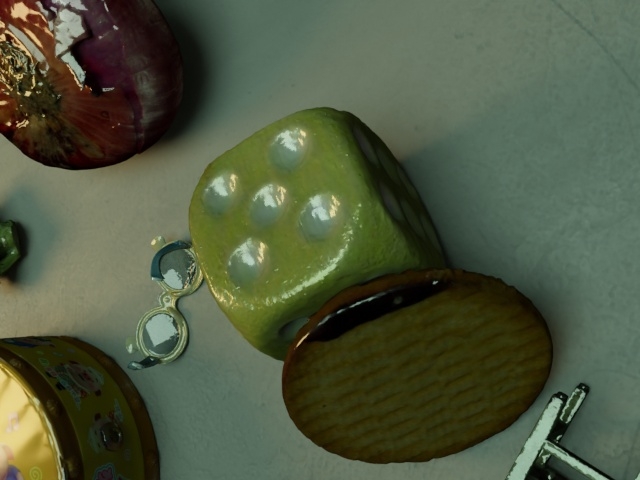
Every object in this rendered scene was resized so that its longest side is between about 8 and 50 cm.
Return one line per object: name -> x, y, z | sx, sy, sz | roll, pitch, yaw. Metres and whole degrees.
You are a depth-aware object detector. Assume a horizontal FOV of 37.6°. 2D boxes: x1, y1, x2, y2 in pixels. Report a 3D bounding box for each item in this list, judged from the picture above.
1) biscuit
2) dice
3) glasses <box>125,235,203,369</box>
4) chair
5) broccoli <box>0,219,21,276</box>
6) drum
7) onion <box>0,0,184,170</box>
biscuit -> 0.112, 0.152, 1.086 | 0.318, 0.318, 0.040 | -36, 35, 22
dice -> 0.000, 0.000, 1.137 | 0.233, 0.238, 0.227 | -32, 62, 16
glasses -> -0.211, 0.102, 1.302 | 0.088, 0.220, 0.190 | 14, 95, -12
chair -> 0.273, 0.312, 1.063 | 0.136, 0.147, 0.270 | 32, 102, 24
broccoli -> -0.558, 0.015, 1.515 | 0.138, 0.146, 0.162 | -13, 64, -5
drum -> -0.464, 0.350, 1.406 | 0.431, 0.214, 0.431 | -1, 88, 26
onion -> -0.348, -0.277, 1.357 | 0.347, 0.285, 0.348 | 13, 134, 13
